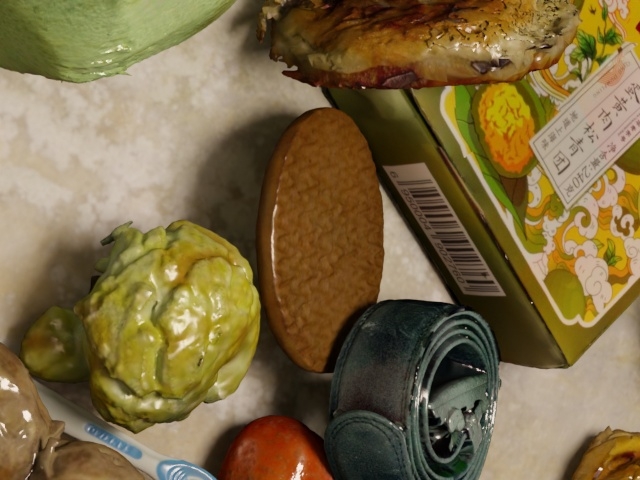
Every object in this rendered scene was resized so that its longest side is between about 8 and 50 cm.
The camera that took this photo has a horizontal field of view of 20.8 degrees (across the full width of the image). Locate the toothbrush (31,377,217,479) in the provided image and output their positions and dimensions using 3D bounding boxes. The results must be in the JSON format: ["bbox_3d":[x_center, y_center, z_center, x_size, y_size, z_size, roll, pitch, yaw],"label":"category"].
[{"bbox_3d":[-0.126,0.219,1.585,0.386,0.040,0.040,30,75,-6],"label":"toothbrush"}]

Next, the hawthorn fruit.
[{"bbox_3d":[-0.036,0.229,1.670,0.128,0.128,0.128,-2,93,-33],"label":"hawthorn fruit"}]

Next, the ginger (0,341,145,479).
[{"bbox_3d":[-0.267,0.220,1.441,0.375,0.176,0.256,28,65,-2],"label":"ginger"}]

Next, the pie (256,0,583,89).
[{"bbox_3d":[0.084,-0.236,1.646,0.308,0.308,0.085,-43,144,-24],"label":"pie"}]

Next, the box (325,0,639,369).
[{"bbox_3d":[0.259,-0.133,1.833,0.420,0.138,0.373,-42,113,-24],"label":"box"}]

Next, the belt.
[{"bbox_3d":[0.086,0.160,1.696,0.267,0.116,0.206,8,87,-64],"label":"belt"}]

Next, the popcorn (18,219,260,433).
[{"bbox_3d":[-0.160,0.076,1.551,0.198,0.212,0.198,-8,90,-72],"label":"popcorn"}]

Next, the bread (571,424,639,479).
[{"bbox_3d":[0.340,0.332,1.916,0.198,0.120,0.236,36,73,-31],"label":"bread"}]

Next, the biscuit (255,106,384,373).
[{"bbox_3d":[-0.001,0.000,1.663,0.262,0.037,0.262,0,90,-66],"label":"biscuit"}]

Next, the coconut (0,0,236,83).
[{"bbox_3d":[-0.177,-0.291,1.443,0.281,0.328,0.328,43,69,-8],"label":"coconut"}]
